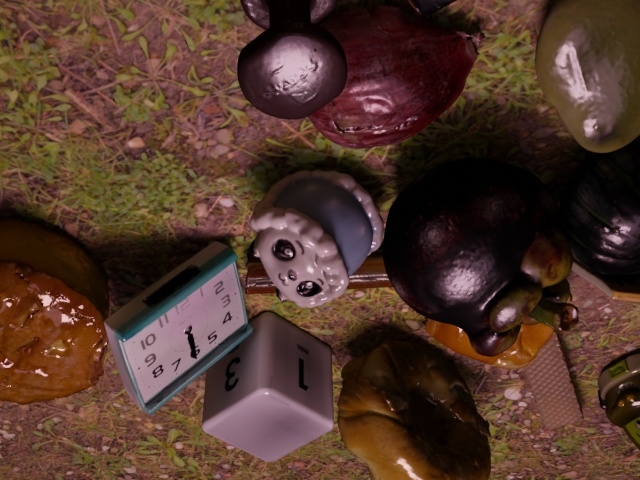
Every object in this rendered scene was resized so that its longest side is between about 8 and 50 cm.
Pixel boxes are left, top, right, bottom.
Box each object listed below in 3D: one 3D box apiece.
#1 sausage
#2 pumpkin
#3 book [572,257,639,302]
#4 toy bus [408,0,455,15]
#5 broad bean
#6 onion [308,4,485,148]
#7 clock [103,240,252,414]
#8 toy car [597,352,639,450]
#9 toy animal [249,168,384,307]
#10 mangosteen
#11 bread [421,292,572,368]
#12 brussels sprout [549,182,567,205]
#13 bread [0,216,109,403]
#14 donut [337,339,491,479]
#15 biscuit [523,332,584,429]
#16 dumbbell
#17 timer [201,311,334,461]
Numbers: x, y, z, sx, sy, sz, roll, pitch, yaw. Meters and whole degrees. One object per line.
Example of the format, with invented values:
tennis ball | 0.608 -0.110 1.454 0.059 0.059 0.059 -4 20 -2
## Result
sausage | 0.049 0.051 1.621 0.372 0.082 0.082 -2 136 -1
pumpkin | 0.509 -0.043 1.439 0.250 0.216 0.250 -28 147 -21
book | 0.643 0.084 1.542 0.389 0.269 0.032 7 100 -2
toy bus | 0.278 -0.423 1.116 0.409 0.092 0.093 -27 133 24
broad bean | 0.406 -0.248 1.284 0.189 0.121 0.263 -16 132 10
onion | 0.105 -0.229 1.297 0.283 0.120 0.227 -17 139 16
clock | -0.262 0.147 1.619 0.116 0.262 0.231 30 145 32
toy car | 0.710 0.366 1.870 0.248 0.198 0.204 30 129 -27
toy animal | 0.000 0.000 1.465 0.156 0.204 0.208 -5 124 39
mangosteen | 0.246 0.026 1.433 0.297 0.297 0.313 -12 92 11
bread | 0.321 0.137 1.665 0.235 0.099 0.210 19 126 -5
brussels sprout | 0.406 -0.063 1.534 0.051 0.046 0.083 -7 126 12
bread | -0.552 0.139 1.598 0.398 0.215 0.398 -1 135 -1
donut | 0.185 0.362 1.769 0.360 0.360 0.170 31 127 -29
biscuit | 0.477 0.284 1.883 0.094 0.054 0.378 -15 134 14
dumbbell | -0.039 -0.275 1.166 0.140 0.225 0.124 -30 132 28
timer | -0.102 0.292 1.778 0.192 0.195 0.194 -35 128 30
